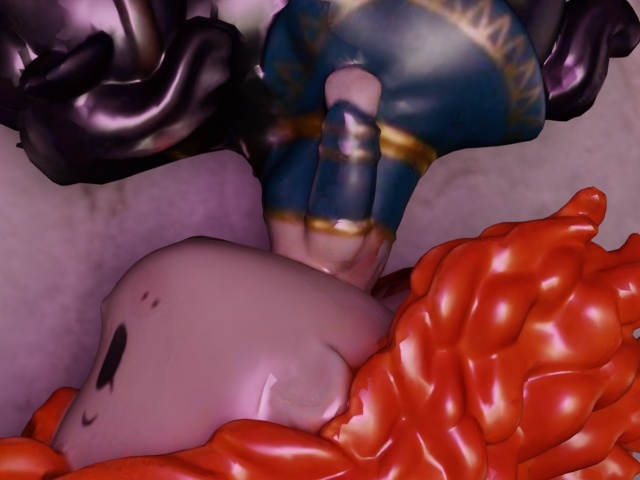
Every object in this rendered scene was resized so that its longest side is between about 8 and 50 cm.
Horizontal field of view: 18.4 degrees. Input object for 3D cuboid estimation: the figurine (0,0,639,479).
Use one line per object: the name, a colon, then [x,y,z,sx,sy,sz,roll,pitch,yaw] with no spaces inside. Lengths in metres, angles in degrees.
figurine: [-0.006,-0.010,0.805,0.306,0.241,0.412,-10,88,-24]
